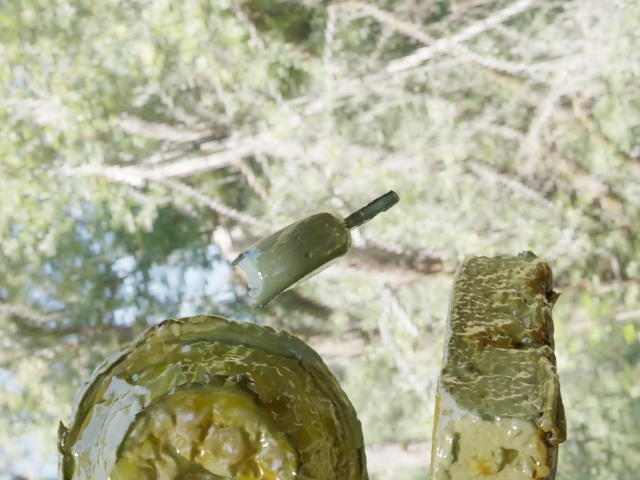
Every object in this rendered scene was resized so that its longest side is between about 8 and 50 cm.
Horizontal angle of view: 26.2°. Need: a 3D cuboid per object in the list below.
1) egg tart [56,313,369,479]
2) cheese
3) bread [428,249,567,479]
[{"bbox_3d":[-0.100,0.221,1.303,0.120,0.315,0.315,124,133,-86],"label":"egg tart"},{"bbox_3d":[-0.005,0.003,1.167,0.171,0.092,0.048,-28,-93,-49],"label":"cheese"},{"bbox_3d":[0.156,0.148,1.193,0.275,0.114,0.185,-75,-12,-63],"label":"bread"}]
